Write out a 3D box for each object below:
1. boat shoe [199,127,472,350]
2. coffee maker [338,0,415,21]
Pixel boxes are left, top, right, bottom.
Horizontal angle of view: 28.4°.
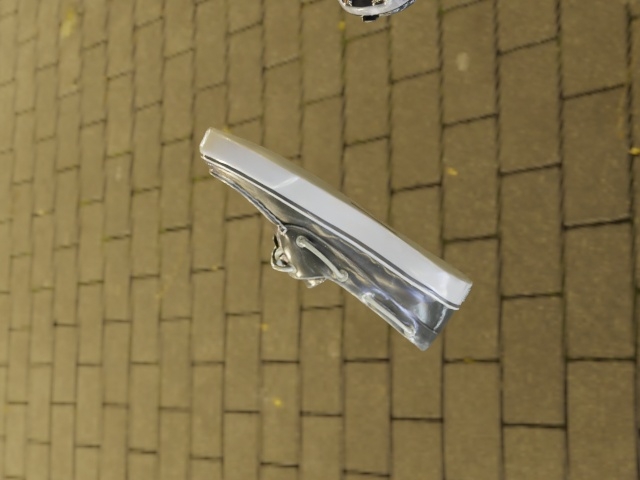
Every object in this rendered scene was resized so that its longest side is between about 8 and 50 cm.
[{"bbox_3d":[0.000,0.000,0.895,0.070,0.219,0.078,-57,1,6],"label":"boat shoe"},{"bbox_3d":[0.029,-0.280,0.931,0.171,0.178,0.120,-51,44,1],"label":"coffee maker"}]
